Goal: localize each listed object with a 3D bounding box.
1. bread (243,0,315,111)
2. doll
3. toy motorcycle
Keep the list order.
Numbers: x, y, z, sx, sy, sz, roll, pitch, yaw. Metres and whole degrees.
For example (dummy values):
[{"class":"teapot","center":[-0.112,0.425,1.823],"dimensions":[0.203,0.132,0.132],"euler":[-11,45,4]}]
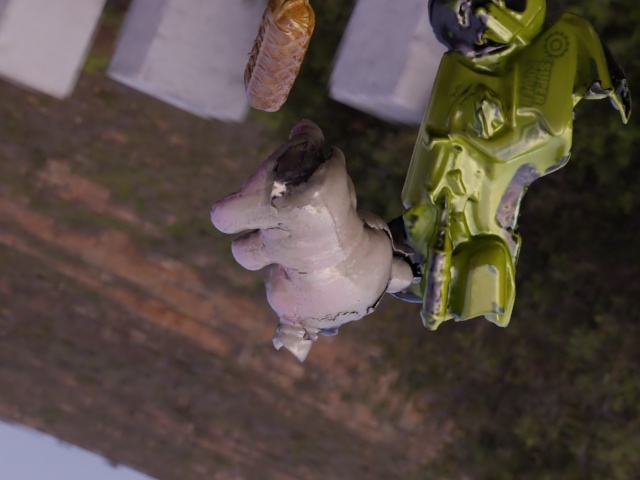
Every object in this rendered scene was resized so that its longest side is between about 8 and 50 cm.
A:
[{"class":"bread","center":[-0.039,-0.171,1.458],"dimensions":[0.044,0.052,0.157],"euler":[-8,156,-18]},{"class":"doll","center":[0.000,0.000,1.315],"dimensions":[0.095,0.149,0.192],"euler":[26,150,48]},{"class":"toy motorcycle","center":[0.173,-0.084,1.500],"dimensions":[0.206,0.342,0.142],"euler":[14,-164,3]}]
